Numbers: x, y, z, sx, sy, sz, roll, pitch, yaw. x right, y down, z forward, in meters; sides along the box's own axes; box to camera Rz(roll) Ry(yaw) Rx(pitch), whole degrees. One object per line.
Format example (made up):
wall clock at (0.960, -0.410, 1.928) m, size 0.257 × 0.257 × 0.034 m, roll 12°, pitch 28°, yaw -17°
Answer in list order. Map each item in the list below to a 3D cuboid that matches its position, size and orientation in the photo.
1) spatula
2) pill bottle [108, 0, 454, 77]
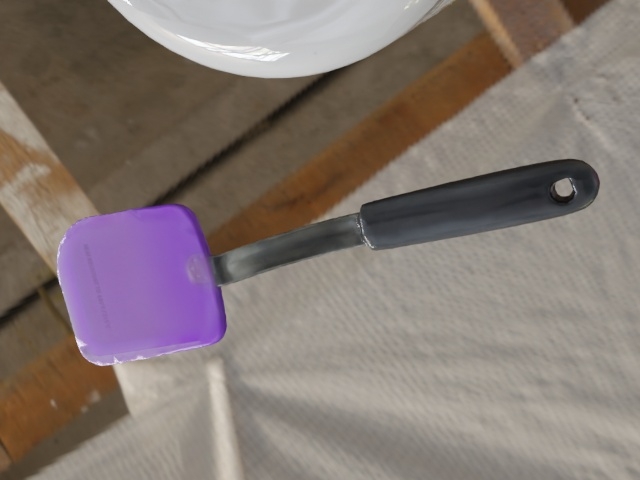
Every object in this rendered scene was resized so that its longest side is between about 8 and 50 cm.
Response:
spatula at (0.000, 0.000, 0.782) m, size 0.296 × 0.030 × 0.084 m, roll -14°, pitch -79°, yaw 7°
pill bottle at (0.020, -0.128, 0.432) m, size 0.117 × 0.215 × 0.117 m, roll 9°, pitch -67°, yaw 20°
